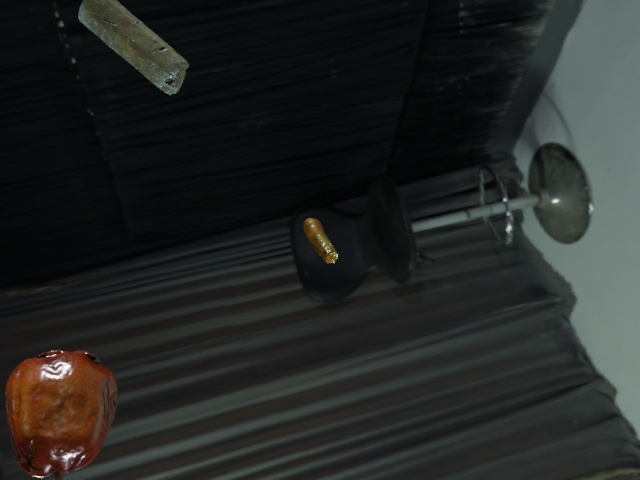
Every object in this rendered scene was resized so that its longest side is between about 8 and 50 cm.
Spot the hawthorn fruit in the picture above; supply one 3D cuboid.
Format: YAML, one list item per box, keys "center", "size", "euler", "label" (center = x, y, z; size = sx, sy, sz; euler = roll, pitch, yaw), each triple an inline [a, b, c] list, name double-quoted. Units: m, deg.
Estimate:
- center: [-0.376, 0.249, 0.970]
  size: [0.179, 0.174, 0.173]
  euler: [-134, 33, -53]
  label: "hawthorn fruit"

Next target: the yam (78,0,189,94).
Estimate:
- center: [-0.402, -0.431, 1.438]
  size: [0.259, 0.093, 0.093]
  euler: [40, 171, -10]
  label: "yam"

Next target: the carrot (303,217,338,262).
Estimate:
- center: [0.000, 0.000, 1.333]
  size: [0.170, 0.042, 0.042]
  euler: [-124, 24, -60]
  label: "carrot"
